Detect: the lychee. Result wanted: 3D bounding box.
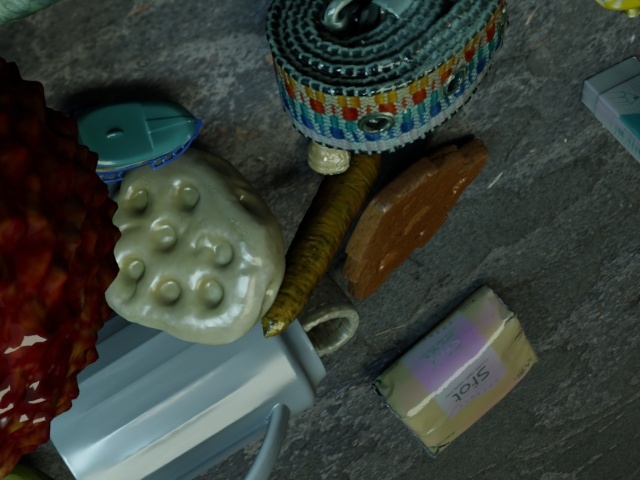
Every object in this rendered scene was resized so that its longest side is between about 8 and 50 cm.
[{"bbox_3d":[-0.397,0.050,1.181,0.500,0.424,0.425,-55,156,-24],"label":"lychee"}]

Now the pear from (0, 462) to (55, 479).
[{"bbox_3d":[-0.432,0.409,1.843,0.228,0.188,0.211,-33,135,-5],"label":"pear"}]

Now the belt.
[{"bbox_3d":[0.082,-0.236,1.486,0.295,0.207,0.160,-33,150,-9],"label":"belt"}]

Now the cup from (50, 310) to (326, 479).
[{"bbox_3d":[-0.159,0.203,1.717,0.326,0.323,0.237,-31,148,-7],"label":"cup"}]

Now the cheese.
[{"bbox_3d":[-0.152,0.011,1.589,0.218,0.235,0.117,-20,175,17],"label":"cheese"}]

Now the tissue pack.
[{"bbox_3d":[0.226,0.216,2.297,0.256,0.123,0.215,-43,147,-4],"label":"tissue pack"}]

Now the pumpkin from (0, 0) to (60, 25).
[{"bbox_3d":[-0.298,-0.298,0.990,0.291,0.257,0.327,-39,155,30],"label":"pumpkin"}]

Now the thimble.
[{"bbox_3d":[-0.009,0.105,1.953,0.115,0.090,0.102,-16,143,-31],"label":"thimble"}]

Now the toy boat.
[{"bbox_3d":[-0.208,-0.112,1.506,0.175,0.091,0.110,-16,177,-35],"label":"toy boat"}]

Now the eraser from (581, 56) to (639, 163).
[{"bbox_3d":[0.473,-0.158,1.946,0.095,0.225,0.052,-27,148,-16],"label":"eraser"}]

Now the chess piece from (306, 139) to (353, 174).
[{"bbox_3d":[0.010,-0.155,1.665,0.060,0.060,0.172,-25,146,-18],"label":"chess piece"}]

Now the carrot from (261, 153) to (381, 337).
[{"bbox_3d":[0.000,0.000,1.695,0.066,0.066,0.314,91,20,-52],"label":"carrot"}]

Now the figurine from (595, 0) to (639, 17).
[{"bbox_3d":[0.341,-0.346,1.683,0.185,0.127,0.234,-28,158,-5],"label":"figurine"}]

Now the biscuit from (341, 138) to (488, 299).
[{"bbox_3d":[0.111,-0.039,1.862,0.284,0.043,0.306,-48,164,6],"label":"biscuit"}]
